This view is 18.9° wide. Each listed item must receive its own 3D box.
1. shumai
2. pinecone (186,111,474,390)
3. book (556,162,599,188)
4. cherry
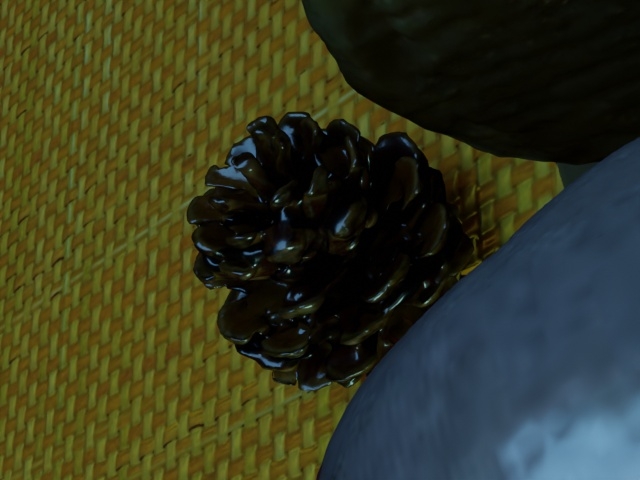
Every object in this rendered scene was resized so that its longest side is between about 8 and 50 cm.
[{"bbox_3d":[0.119,-0.212,0.858,0.292,0.330,0.288,-33,54,46],"label":"shumai"},{"bbox_3d":[0.000,0.000,1.086,0.173,0.173,0.173,-29,52,46],"label":"pinecone"},{"bbox_3d":[0.176,-0.049,0.980,0.138,0.016,0.198,-44,42,36],"label":"book"},{"bbox_3d":[0.170,0.113,0.696,0.335,0.291,0.326,30,91,38],"label":"cherry"}]
